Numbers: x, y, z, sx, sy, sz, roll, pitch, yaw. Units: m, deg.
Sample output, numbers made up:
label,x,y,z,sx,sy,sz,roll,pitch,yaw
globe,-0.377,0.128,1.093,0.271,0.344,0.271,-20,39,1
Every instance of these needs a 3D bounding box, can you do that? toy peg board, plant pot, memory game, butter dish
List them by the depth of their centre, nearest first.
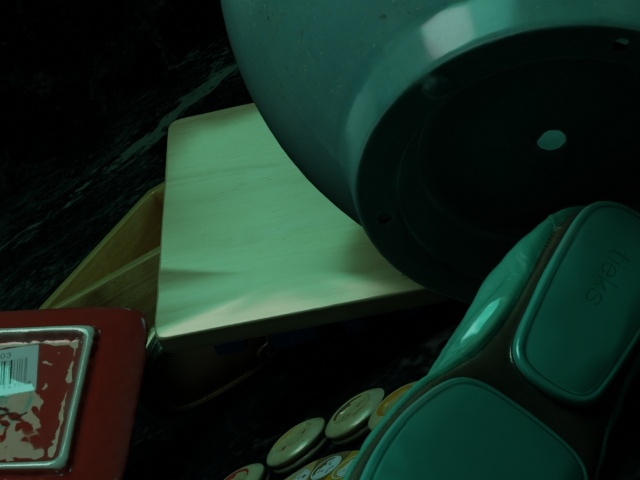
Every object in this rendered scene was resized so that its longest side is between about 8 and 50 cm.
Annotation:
label,x,y,z,sx,sy,sz,roll,pitch,yaw
plant pot,0.094,-0.094,0.881,0.293,0.293,0.196,-30,40,25
memory game,-0.017,0.126,0.901,0.186,0.012,0.186,-35,13,9
toy peg board,0.000,0.000,1.078,0.161,0.079,0.160,-12,49,13
butter dish,-0.173,0.126,1.100,0.160,0.118,0.160,-3,46,9

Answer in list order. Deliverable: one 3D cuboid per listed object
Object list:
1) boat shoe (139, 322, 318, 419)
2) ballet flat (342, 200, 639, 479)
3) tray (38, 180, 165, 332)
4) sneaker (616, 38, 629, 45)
label,x,y,z,sx,sy,sz,roll,pitch,yaw
boat shoe,-0.035,0.039,1.139,0.178,0.064,0.060,-38,11,-19
ballet flat,0.066,0.079,0.740,0.247,0.083,0.087,-50,-6,-45
tray,-0.002,-0.039,1.315,0.411,0.076,0.203,-26,16,35
sneaker,0.317,-0.247,0.993,0.447,0.169,0.257,-35,11,-6
